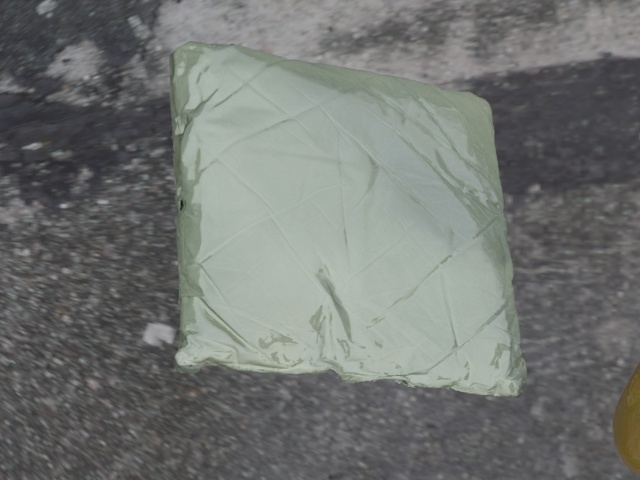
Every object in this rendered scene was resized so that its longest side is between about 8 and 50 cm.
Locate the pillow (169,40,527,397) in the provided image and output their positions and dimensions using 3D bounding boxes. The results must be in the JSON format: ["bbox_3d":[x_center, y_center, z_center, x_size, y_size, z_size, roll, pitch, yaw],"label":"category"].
[{"bbox_3d":[0.017,-0.013,1.139,0.280,0.076,0.274,6,63,-20],"label":"pillow"}]

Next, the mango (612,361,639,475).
[{"bbox_3d":[0.448,0.172,1.703,0.173,0.317,0.211,46,46,11],"label":"mango"}]
